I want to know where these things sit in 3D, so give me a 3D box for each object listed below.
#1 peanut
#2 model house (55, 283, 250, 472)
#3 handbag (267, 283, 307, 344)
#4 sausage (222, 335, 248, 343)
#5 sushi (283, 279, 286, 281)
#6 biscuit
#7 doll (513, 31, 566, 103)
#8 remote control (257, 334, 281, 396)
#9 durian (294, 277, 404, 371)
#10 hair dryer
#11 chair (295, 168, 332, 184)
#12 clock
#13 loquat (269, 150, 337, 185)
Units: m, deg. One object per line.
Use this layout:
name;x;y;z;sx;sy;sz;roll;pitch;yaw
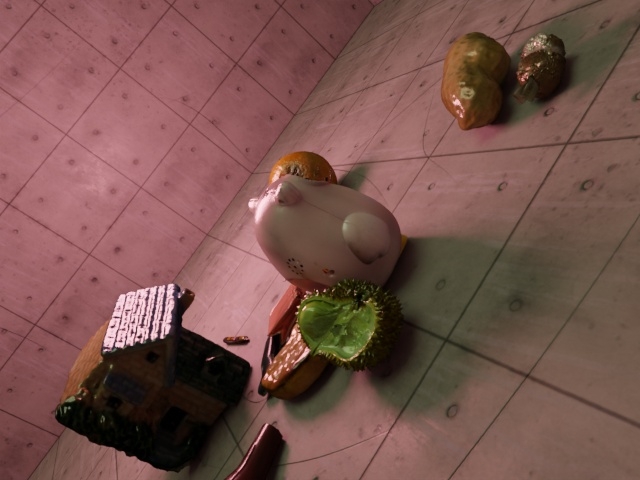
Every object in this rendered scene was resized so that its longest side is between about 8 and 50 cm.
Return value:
peanut;0.437;-0.449;1.425;0.192;0.169;0.387;-25;37;41
model house;-0.457;0.379;1.521;0.400;0.445;0.395;-50;21;5
handbag;-0.094;0.206;1.512;0.157;0.059;0.212;-57;8;5
sausage;-0.307;0.356;1.824;0.198;0.025;0.028;-16;44;54
sushi;-0.076;0.108;1.706;0.118;0.061;0.060;-47;-3;28
biscuit;-0.040;0.292;1.314;0.274;0.091;0.213;-54;19;-9
doll;0.538;-0.414;1.238;0.105;0.115;0.221;-13;41;42
remote control;-0.146;0.354;1.477;0.072;0.042;0.222;-58;14;30
durian;0.074;0.184;1.121;0.237;0.176;0.200;-8;92;43
hair dryer;-0.091;0.541;1.060;0.340;0.123;0.312;-13;32;42
chair;-0.032;-0.075;1.746;0.170;0.325;0.160;0;18;8
clock;0.000;0.000;1.307;0.368;0.377;0.250;-12;49;64
loquat;-0.064;-0.203;1.910;0.263;0.263;0.263;-42;24;23
